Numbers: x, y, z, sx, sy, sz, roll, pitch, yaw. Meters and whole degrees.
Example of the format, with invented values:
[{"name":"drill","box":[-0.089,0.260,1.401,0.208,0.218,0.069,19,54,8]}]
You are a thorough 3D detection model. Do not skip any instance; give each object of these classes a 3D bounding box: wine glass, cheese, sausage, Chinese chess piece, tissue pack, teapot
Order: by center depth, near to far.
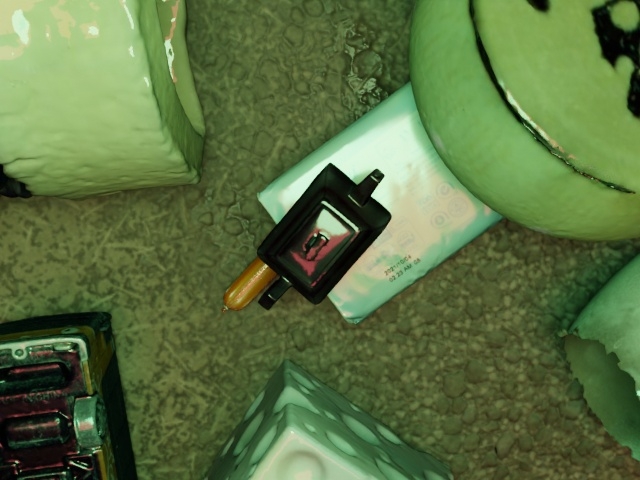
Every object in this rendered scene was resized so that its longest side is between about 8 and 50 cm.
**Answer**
[{"name":"cheese","box":[-0.200,-0.191,0.747,0.153,0.332,0.293,-7,71,-2]},{"name":"Chinese chess piece","box":[0.256,-0.173,0.783,0.349,0.146,0.350,4,75,-16]},{"name":"teapot","box":[0.000,0.000,0.795,0.087,0.096,0.177,41,100,-2]},{"name":"wine glass","box":[0.424,0.082,0.848,0.322,0.238,0.238,-32,98,-9]},{"name":"tissue pack","box":[0.088,-0.056,0.882,0.263,0.089,0.177,-36,95,4]},{"name":"sausage","box":[-0.070,0.040,0.913,0.031,0.031,0.107,41,93,-7]}]

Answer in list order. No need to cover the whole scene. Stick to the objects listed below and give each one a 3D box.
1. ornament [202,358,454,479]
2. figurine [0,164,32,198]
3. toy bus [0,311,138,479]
[{"name":"ornament","box":[-0.005,0.306,0.845,0.239,0.239,0.240,35,94,-6]},{"name":"figurine","box":[-0.437,-0.113,0.787,0.332,0.185,0.205,-11,84,8]},{"name":"toy bus","box":[-0.269,0.215,0.860,0.138,0.167,0.275,-7,102,-2]}]
